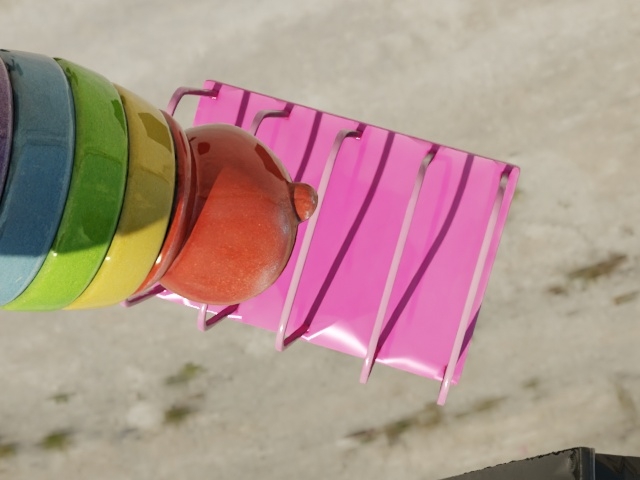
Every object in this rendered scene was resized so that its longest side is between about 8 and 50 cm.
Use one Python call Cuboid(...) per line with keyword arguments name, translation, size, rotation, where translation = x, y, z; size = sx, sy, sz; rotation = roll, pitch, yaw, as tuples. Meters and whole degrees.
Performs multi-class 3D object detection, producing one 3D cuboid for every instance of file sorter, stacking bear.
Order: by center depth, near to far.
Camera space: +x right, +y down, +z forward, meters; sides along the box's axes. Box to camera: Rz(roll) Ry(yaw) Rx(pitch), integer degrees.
Cuboid(name="stacking bear", translation=(-0.144, -0.032, 0.913), size=(0.289, 0.164, 0.175), rotation=(12, 132, -32))
Cuboid(name="file sorter", translation=(0.000, 0.000, 1.265), size=(0.290, 0.202, 0.182), rotation=(16, -172, 6))

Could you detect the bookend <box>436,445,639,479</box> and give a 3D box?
Cuboid(name="bookend", translation=(0.162, 0.158, 0.790), size=(0.157, 0.072, 0.156), rotation=(8, 163, -21))
